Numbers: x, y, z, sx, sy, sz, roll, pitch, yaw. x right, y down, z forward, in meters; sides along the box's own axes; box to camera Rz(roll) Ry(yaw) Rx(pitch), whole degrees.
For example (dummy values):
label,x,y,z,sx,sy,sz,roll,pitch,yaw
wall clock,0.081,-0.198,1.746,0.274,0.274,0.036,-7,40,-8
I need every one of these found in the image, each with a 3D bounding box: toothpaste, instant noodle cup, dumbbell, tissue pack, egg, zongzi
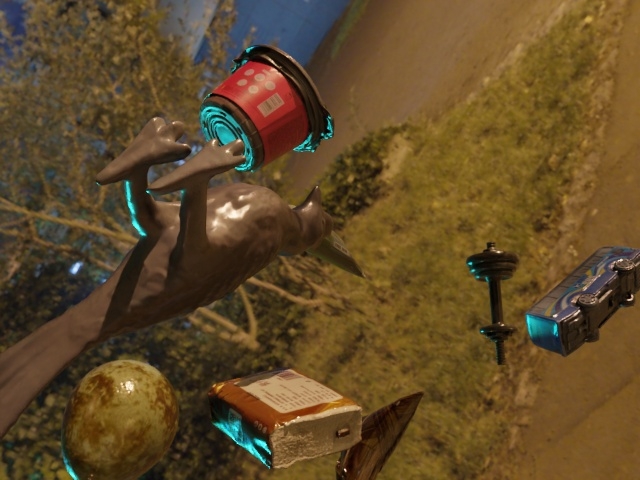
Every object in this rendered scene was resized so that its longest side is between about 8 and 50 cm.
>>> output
label,x,y,z,sx,sy,sz,roll,pitch,yaw
toothpaste,0.000,0.000,1.414,0.061,0.099,0.392,-37,-23,11
instant noodle cup,-0.140,-0.264,1.616,0.181,0.302,0.258,-41,-44,-30
dumbbell,0.359,0.126,1.544,0.110,0.110,0.254,146,125,-65
tissue pack,-0.063,0.291,1.273,0.226,0.183,0.092,18,113,54
egg,-0.429,0.393,1.605,0.238,0.238,0.289,-48,17,47
zongzi,0.111,0.374,1.384,0.184,0.084,0.187,-42,9,30

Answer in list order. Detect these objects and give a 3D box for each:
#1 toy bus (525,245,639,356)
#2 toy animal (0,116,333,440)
label,x,y,z,sx,sy,sz,roll,pitch,yaw
toy bus,0.428,0.088,1.204,0.236,0.079,0.094,-33,35,-30
toy animal,-0.104,0.006,0.548,0.367,0.081,0.206,-30,-29,-32
